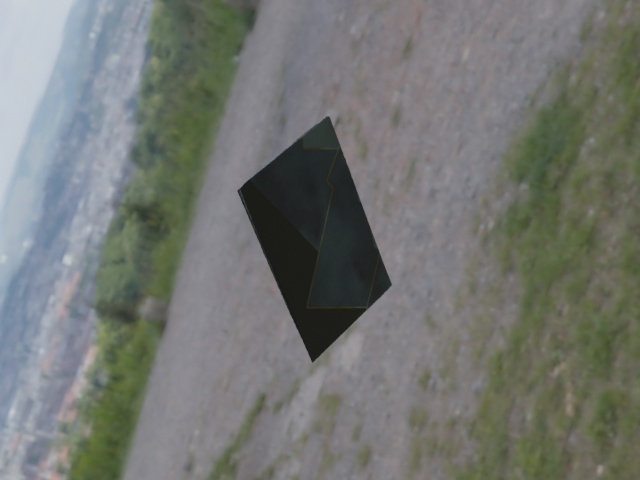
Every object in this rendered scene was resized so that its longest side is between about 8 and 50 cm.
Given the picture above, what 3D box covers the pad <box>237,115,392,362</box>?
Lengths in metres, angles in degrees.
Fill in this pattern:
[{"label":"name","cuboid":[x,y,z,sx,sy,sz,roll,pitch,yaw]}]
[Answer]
[{"label":"pad","cuboid":[0.000,0.000,1.399,0.004,0.243,0.163,7,38,44]}]
